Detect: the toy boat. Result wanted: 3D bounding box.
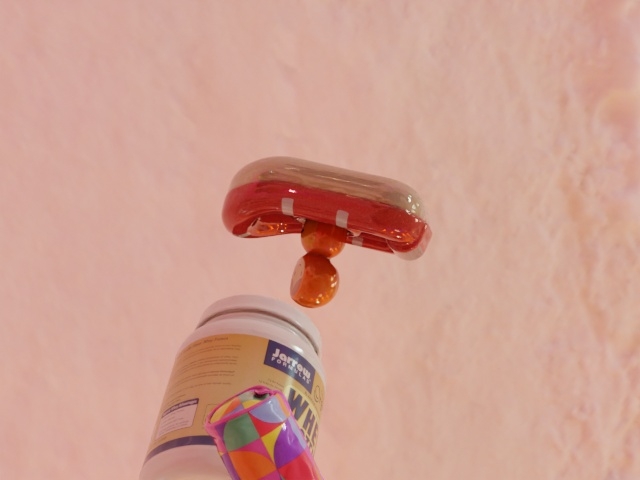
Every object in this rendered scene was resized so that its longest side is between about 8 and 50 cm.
[{"bbox_3d":[0.000,0.000,1.229,0.151,0.231,0.151,45,59,-74],"label":"toy boat"}]

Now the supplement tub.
[{"bbox_3d":[-0.114,0.254,1.586,0.228,0.316,0.228,6,135,6],"label":"supplement tub"}]

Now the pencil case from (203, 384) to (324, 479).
[{"bbox_3d":[-0.040,0.278,1.260,0.104,0.104,0.236,-31,100,-16],"label":"pencil case"}]
